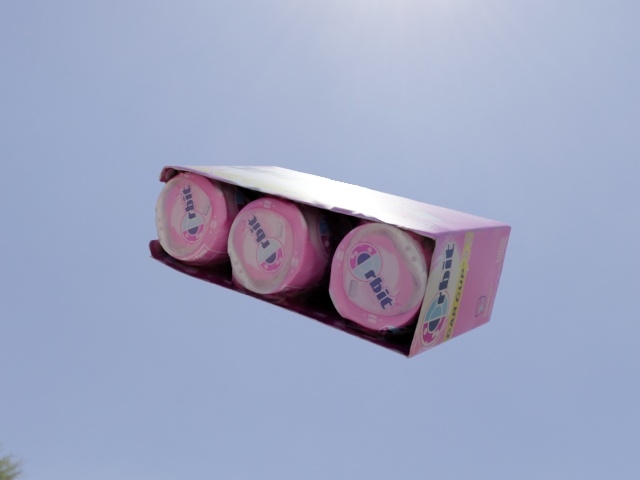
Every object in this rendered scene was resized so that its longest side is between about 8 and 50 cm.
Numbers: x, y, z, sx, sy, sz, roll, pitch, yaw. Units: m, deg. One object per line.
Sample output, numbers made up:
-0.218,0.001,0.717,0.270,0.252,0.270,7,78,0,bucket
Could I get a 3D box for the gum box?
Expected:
0.000,0.000,0.398,0.188,0.107,0.062,17,-77,32,gum box
